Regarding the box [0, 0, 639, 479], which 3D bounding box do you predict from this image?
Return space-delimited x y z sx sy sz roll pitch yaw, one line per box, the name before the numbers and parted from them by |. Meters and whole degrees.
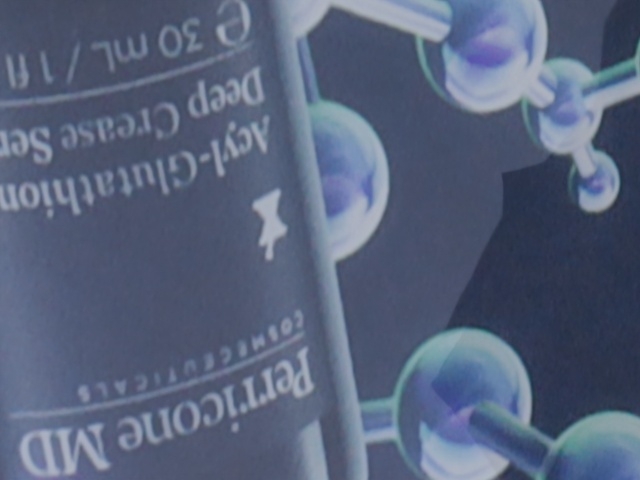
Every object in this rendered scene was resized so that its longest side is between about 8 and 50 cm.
box | 0.000 0.000 0.485 0.293 0.396 0.212 0 4 -28
